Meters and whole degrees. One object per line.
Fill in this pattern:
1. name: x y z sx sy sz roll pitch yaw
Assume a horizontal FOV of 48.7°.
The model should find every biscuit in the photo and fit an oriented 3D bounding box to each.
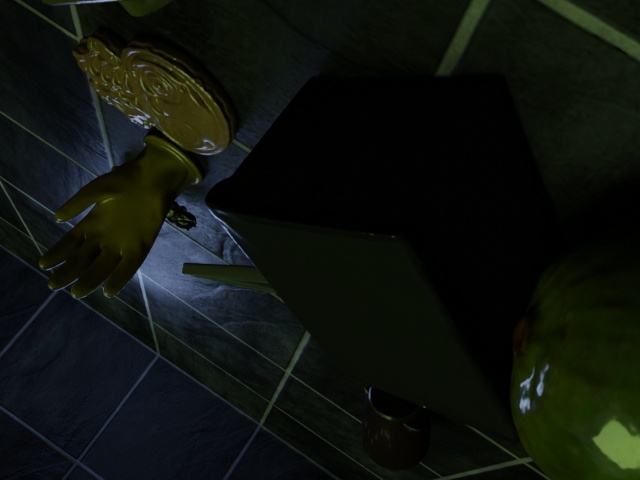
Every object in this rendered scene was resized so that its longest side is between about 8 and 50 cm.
1. biscuit: -0.240 -0.211 1.005 0.288 0.044 0.202 23 154 22

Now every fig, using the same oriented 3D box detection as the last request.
1. fig: 0.333 0.117 0.612 0.326 0.258 0.258 5 148 14

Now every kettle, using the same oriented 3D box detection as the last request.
1. kettle: 0.143 0.332 1.423 0.202 0.144 0.232 57 164 35

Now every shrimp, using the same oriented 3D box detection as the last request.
1. shrimp: -0.323 -0.064 1.378 0.219 0.046 0.152 32 156 18

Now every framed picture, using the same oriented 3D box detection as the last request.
1. framed picture: -0.004 0.078 1.058 0.334 0.022 0.247 16 171 -36

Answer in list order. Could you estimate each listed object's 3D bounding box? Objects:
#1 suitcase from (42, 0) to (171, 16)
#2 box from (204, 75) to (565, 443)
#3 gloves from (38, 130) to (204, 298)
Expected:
1. suitcase: -0.170 -0.289 0.574 0.234 0.194 0.143 15 157 40
2. box: 0.098 0.015 0.767 0.251 0.205 0.345 11 147 42
3. gloves: -0.319 -0.030 1.126 0.133 0.294 0.116 27 156 21
